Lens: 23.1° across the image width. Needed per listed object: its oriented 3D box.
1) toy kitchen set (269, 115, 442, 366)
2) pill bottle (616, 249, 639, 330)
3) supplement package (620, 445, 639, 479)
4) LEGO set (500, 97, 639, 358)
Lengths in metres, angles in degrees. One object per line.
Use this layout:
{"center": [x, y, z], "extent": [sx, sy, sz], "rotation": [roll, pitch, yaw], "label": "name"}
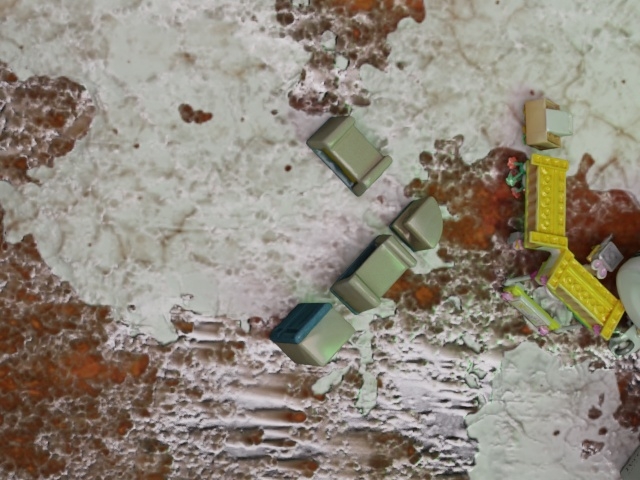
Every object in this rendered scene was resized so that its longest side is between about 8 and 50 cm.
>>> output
{"center": [0.000, 0.000, 1.624], "extent": [0.166, 0.122, 0.207], "rotation": [45, 77, -8], "label": "toy kitchen set"}
{"center": [0.411, 0.014, 1.580], "extent": [0.208, 0.119, 0.119], "rotation": [-37, 100, -19], "label": "pill bottle"}
{"center": [0.442, 0.258, 1.567], "extent": [0.175, 0.293, 0.177], "rotation": [33, 98, -5], "label": "supplement package"}
{"center": [0.240, 0.002, 1.635], "extent": [0.132, 0.107, 0.287], "rotation": [-31, 96, -30], "label": "LEGO set"}
